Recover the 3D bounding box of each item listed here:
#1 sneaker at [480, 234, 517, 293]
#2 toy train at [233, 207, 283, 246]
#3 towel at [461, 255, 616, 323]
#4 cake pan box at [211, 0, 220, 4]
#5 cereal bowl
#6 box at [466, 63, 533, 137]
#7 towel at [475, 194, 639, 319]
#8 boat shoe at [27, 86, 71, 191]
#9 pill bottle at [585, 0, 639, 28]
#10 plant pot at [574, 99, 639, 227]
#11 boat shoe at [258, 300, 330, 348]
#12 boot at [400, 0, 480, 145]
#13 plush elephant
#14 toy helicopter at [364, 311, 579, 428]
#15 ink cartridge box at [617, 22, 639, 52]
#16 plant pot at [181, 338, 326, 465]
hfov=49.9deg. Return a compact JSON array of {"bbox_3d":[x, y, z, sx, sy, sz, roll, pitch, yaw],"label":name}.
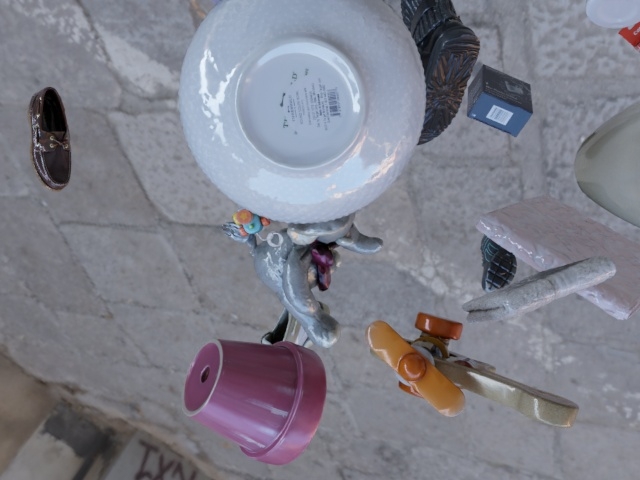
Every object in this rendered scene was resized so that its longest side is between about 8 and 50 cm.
[{"bbox_3d":[0.530,0.040,2.055,0.101,0.267,0.106,31,160,-22],"label":"sneaker"},{"bbox_3d":[-0.097,-0.076,1.231,0.125,0.046,0.166,17,96,17],"label":"toy train"},{"bbox_3d":[0.358,0.090,1.169,0.282,0.187,0.049,101,147,-82],"label":"towel"},{"bbox_3d":[-0.051,-0.393,0.973,0.267,0.246,0.070,-2,89,22],"label":"cake pan box"},{"bbox_3d":[-0.025,-0.180,0.892,0.339,0.141,0.338,0,103,1],"label":"cereal bowl"},{"bbox_3d":[0.501,-0.393,1.927,0.156,0.158,0.093,21,133,-7],"label":"box"},{"bbox_3d":[0.527,0.020,1.411,0.332,0.317,0.053,36,122,30],"label":"towel"},{"bbox_3d":[-0.535,-0.203,1.366,0.073,0.073,0.206,-23,80,40],"label":"boat shoe"},{"bbox_3d":[0.475,-0.431,1.086,0.094,0.169,0.094,12,160,4],"label":"pill bottle"},{"bbox_3d":[0.516,-0.115,1.034,0.256,0.256,0.274,41,173,-14],"label":"plant pot"},{"bbox_3d":[-0.100,0.262,1.657,0.103,0.302,0.113,28,-174,-28],"label":"boat shoe"},{"bbox_3d":[0.250,-0.429,1.660,0.131,0.260,0.348,0,137,-24],"label":"boot"},{"bbox_3d":[0.000,0.000,1.422,0.255,0.271,0.330,-34,117,29],"label":"plush elephant"},{"bbox_3d":[0.220,0.206,1.066,0.235,0.140,0.355,18,178,-44],"label":"toy helicopter"},{"bbox_3d":[0.583,-0.347,1.191,0.115,0.029,0.063,42,106,3],"label":"ink cartridge box"},{"bbox_3d":[-0.119,0.249,1.131,0.180,0.201,0.201,25,147,-28],"label":"plant pot"}]
